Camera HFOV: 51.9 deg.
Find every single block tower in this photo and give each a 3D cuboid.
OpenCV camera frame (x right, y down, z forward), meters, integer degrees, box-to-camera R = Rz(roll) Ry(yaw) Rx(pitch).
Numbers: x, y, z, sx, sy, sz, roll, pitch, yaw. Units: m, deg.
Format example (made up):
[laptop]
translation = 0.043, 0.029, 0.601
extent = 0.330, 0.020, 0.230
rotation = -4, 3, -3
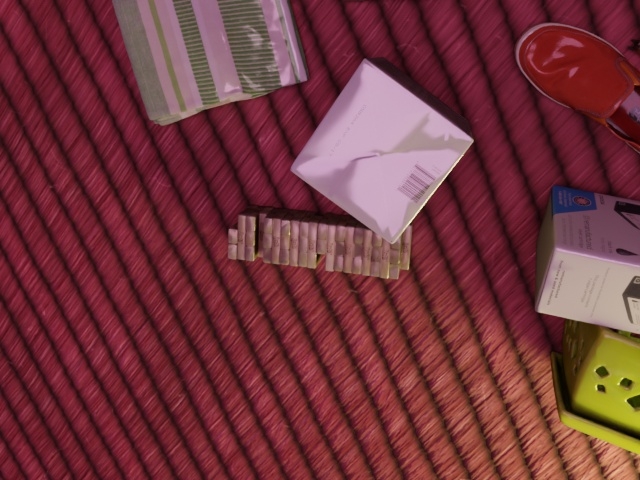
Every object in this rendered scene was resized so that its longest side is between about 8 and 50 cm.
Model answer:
[block tower]
translation = 0.000, 0.000, 1.229
extent = 0.335, 0.097, 0.091
rotation = 6, 107, 9

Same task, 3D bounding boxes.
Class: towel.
[towel]
translation = -0.200, -0.364, 1.199
extent = 0.324, 0.038, 0.248
rotation = -11, 102, 16

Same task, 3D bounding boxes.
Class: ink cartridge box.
[ink cartridge box]
translation = 0.512, 0.038, 1.047
extent = 0.307, 0.223, 0.129
rotation = 12, 122, 12

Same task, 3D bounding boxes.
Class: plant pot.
[plant pot]
translation = 0.523, 0.220, 1.123
extent = 0.228, 0.227, 0.207
rotation = 20, 115, 5

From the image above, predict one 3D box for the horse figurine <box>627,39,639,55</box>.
[horse figurine]
translation = 0.634, -0.270, 1.006
extent = 0.263, 0.174, 0.066
rotation = 12, 90, -6

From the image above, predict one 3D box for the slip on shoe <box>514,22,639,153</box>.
[slip on shoe]
translation = 0.463, -0.241, 1.064
extent = 0.331, 0.101, 0.123
rotation = 37, 111, 1

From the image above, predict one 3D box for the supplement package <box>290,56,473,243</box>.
[supplement package]
translation = 0.109, -0.159, 1.071
extent = 0.198, 0.263, 0.199
rotation = 36, 109, -1
